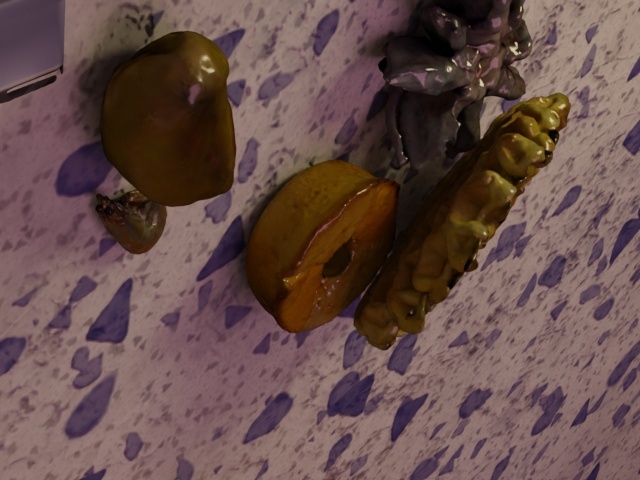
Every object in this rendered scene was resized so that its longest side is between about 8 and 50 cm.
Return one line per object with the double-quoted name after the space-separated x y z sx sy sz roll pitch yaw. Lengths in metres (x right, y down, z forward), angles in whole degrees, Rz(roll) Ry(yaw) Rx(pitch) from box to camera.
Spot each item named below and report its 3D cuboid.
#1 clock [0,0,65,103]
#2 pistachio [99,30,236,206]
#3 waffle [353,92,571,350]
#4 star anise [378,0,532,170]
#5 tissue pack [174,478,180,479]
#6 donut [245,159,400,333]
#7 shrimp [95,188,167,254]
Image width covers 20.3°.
-0.258 -0.143 1.020 0.145 0.193 0.073 -29 142 -41 "clock"
-0.120 -0.096 1.398 0.110 0.100 0.189 -22 155 -9 "pistachio"
0.132 -0.015 1.794 0.329 0.062 0.329 -52 -176 5 "waffle"
0.131 -0.171 1.697 0.229 0.093 0.236 -24 143 -44 "star anise"
-0.135 0.295 1.861 0.042 0.062 0.083 -45 153 -23 "tissue pack"
-0.002 0.001 1.715 0.174 0.075 0.190 -49 157 -10 "donut"
-0.157 -0.026 1.500 0.059 0.023 0.108 -57 154 -13 "shrimp"
